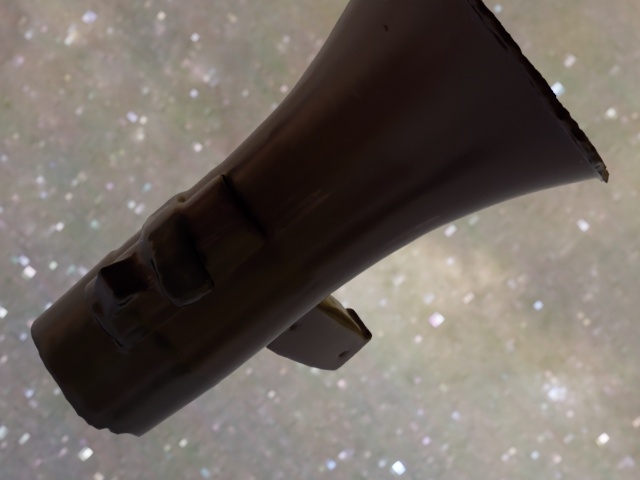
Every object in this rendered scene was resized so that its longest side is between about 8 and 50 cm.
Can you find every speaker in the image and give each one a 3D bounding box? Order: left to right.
[{"bbox_3d":[-0.006,-0.023,0.961,0.198,0.329,0.259,51,-167,0],"label":"speaker"}]
